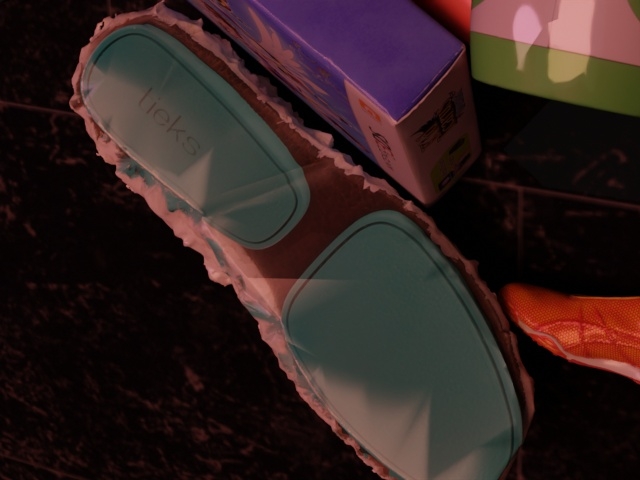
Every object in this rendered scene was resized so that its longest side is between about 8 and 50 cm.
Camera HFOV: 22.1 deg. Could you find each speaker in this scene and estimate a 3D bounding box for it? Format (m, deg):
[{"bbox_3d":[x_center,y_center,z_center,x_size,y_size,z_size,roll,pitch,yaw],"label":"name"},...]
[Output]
[{"bbox_3d":[0.154,-0.210,0.765,0.131,0.131,0.296,16,100,28],"label":"speaker"}]

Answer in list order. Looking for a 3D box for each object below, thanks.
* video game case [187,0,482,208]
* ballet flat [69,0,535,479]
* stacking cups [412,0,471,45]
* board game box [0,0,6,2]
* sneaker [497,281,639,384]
[{"bbox_3d":[-0.024,-0.145,0.988,0.269,0.244,0.061,41,87,12],"label":"video game case"},{"bbox_3d":[0.000,0.000,1.103,0.409,0.147,0.147,50,129,8],"label":"ballet flat"},{"bbox_3d":[0.020,-0.196,0.956,0.316,0.096,0.096,46,131,34],"label":"stacking cups"},{"bbox_3d":[-0.207,-0.270,1.182,0.186,0.026,0.126,-30,92,39],"label":"board game box"},{"bbox_3d":[0.197,0.055,1.042,0.175,0.064,0.067,19,100,20],"label":"sneaker"}]
